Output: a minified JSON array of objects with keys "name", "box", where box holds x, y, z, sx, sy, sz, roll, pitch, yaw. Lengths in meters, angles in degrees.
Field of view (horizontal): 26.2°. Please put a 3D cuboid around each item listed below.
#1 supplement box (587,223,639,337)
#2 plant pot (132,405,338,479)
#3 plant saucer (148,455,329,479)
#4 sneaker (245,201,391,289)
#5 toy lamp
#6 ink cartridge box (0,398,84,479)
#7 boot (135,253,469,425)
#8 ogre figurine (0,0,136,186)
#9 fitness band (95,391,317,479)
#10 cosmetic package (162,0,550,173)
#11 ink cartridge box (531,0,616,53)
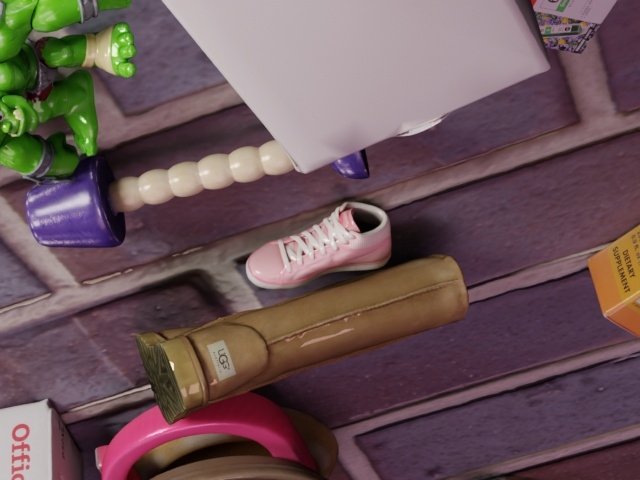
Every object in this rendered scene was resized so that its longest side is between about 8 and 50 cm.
[{"name":"supplement box","box":[0.362,-0.003,1.259,0.080,0.078,0.233,30,127,-35]},{"name":"plant pot","box":[-0.095,0.259,1.530,0.236,0.032,0.236,-5,141,-4]},{"name":"plant saucer","box":[-0.102,0.305,1.449,0.278,0.041,0.278,-8,140,-6]},{"name":"sneaker","box":[0.000,0.000,1.209,0.134,0.051,0.070,-10,147,-11]},{"name":"toy lamp","box":[-0.101,-0.050,1.106,0.275,0.080,0.080,-14,141,7]},{"name":"ink cartridge box","box":[-0.398,0.311,1.380,0.308,0.223,0.129,-12,142,3]},{"name":"boot","box":[-0.023,0.090,1.273,0.270,0.089,0.236,-18,-176,-16]},{"name":"ogre figurine","box":[-0.211,-0.115,0.997,0.118,0.096,0.197,-7,161,-32]},{"name":"fitness band","box":[-0.114,0.250,1.448,0.209,0.054,0.291,-15,142,7]},{"name":"cosmetic package","box":[-0.018,-0.225,0.842,0.197,0.155,0.365,-21,141,16]},{"name":"ink cartridge box","box":[0.158,-0.180,1.034,0.115,0.029,0.063,7,139,-20]}]
